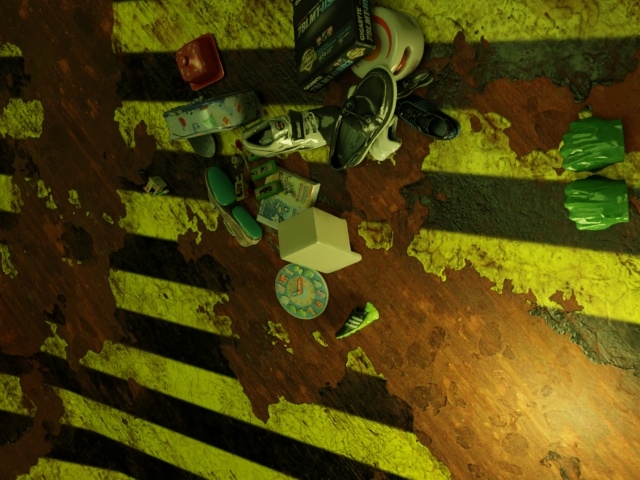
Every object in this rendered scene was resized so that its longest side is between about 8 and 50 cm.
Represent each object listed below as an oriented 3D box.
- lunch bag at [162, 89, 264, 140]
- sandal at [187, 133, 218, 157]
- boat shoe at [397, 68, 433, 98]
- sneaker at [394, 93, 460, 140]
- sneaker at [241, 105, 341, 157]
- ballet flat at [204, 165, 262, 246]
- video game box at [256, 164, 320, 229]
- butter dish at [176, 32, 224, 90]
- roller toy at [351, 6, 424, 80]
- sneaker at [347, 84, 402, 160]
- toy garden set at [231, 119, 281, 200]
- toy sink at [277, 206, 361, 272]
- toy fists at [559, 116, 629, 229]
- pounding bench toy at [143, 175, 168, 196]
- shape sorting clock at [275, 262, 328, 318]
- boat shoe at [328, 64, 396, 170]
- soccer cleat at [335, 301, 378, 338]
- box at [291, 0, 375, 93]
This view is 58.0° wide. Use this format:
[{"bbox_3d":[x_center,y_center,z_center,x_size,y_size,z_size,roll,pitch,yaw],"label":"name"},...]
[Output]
[{"bbox_3d":[-0.345,-0.399,1.839,0.243,0.303,0.114,-4,105,32],"label":"lunch bag"},{"bbox_3d":[-0.441,-0.384,2.057,0.254,0.054,0.097,42,113,25],"label":"sandal"},{"bbox_3d":[0.252,-0.438,1.611,0.125,0.038,0.046,-21,59,17],"label":"boat shoe"},{"bbox_3d":[0.279,-0.349,1.612,0.232,0.090,0.081,31,117,20],"label":"sneaker"},{"bbox_3d":[-0.086,-0.333,1.768,0.331,0.146,0.122,-17,86,14],"label":"sneaker"},{"bbox_3d":[-0.327,-0.109,2.033,0.106,0.108,0.316,-37,83,46],"label":"ballet flat"},{"bbox_3d":[-0.111,-0.126,1.930,0.187,0.048,0.205,24,114,21],"label":"video game box"},{"bbox_3d":[-0.428,-0.601,1.942,0.160,0.118,0.160,-14,96,32],"label":"butter dish"},{"bbox_3d":[0.180,-0.532,1.586,0.191,0.146,0.209,-3,99,42],"label":"roller toy"},{"bbox_3d":[0.167,-0.356,1.675,0.115,0.090,0.232,-23,100,40],"label":"sneaker"},{"bbox_3d":[-0.239,-0.254,1.938,0.204,0.049,0.244,-16,85,44],"label":"toy garden set"},{"bbox_3d":[0.000,0.000,1.834,0.153,0.234,0.131,-24,61,34],"label":"toy sink"},{"bbox_3d":[0.673,-0.165,1.431,0.142,0.096,0.279,-5,100,21],"label":"toy fists"},{"bbox_3d":[-0.625,-0.194,2.210,0.083,0.052,0.065,47,122,11],"label":"pounding bench toy"},{"bbox_3d":[-0.067,0.175,1.991,0.206,0.040,0.206,9,108,29],"label":"shape sorting clock"},{"bbox_3d":[0.099,-0.323,1.593,0.127,0.113,0.340,44,139,10],"label":"boat shoe"},{"bbox_3d":[0.113,0.265,1.905,0.179,0.060,0.072,-36,75,26],"label":"soccer cleat"},{"bbox_3d":[0.026,-0.600,1.588,0.296,0.073,0.293,-20,73,55],"label":"box"}]
